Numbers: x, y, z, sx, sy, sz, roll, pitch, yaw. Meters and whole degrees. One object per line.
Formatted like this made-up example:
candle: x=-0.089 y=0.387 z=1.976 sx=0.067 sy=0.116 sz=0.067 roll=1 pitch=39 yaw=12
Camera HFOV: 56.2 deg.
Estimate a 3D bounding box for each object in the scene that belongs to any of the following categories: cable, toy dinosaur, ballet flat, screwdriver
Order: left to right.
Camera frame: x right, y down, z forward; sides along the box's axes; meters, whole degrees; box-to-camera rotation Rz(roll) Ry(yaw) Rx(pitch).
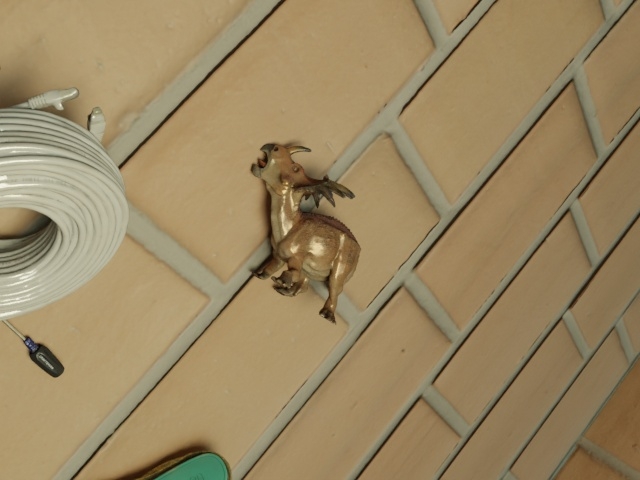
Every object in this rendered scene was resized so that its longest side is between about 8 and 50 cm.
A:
cable: x=-0.333 y=-0.018 z=0.639 sx=0.256 sy=0.089 sz=0.257 roll=-21 pitch=145 yaw=-24
screwdriver: x=-0.382 y=0.115 z=0.760 sx=0.025 sy=0.024 sz=0.170 roll=-20 pitch=123 yaw=6
ballet flat: x=-0.301 y=0.425 z=0.907 sx=0.348 sy=0.123 sz=0.123 roll=-14 pitch=117 yaw=-30
toy dinosaur: x=0.000 y=0.000 z=0.938 sx=0.200 sy=0.127 sz=0.295 roll=-59 pitch=137 yaw=-10
